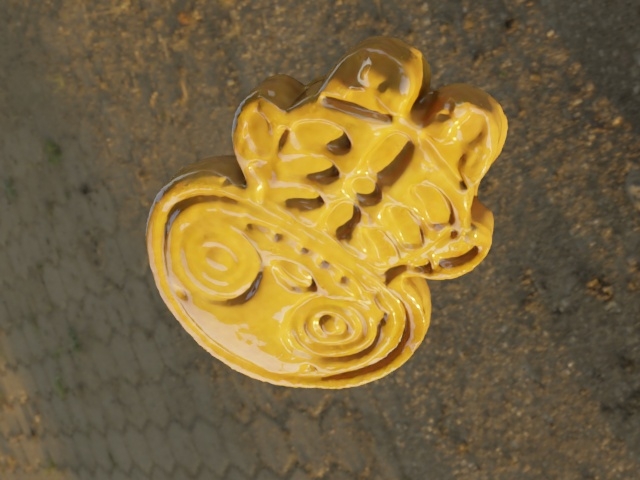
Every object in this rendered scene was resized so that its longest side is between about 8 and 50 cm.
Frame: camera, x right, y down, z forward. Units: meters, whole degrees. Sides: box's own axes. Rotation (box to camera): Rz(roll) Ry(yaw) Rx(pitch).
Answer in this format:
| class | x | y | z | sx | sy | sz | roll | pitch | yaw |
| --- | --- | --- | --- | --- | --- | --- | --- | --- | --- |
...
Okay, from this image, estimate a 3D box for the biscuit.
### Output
| class | x | y | z | sx | sy | sz | roll | pitch | yaw |
| --- | --- | --- | --- | --- | --- | --- | --- | --- | --- |
| biscuit | 0.000 | 0.001 | 0.576 | 0.202 | 0.044 | 0.289 | 35 | 132 | -10 |
